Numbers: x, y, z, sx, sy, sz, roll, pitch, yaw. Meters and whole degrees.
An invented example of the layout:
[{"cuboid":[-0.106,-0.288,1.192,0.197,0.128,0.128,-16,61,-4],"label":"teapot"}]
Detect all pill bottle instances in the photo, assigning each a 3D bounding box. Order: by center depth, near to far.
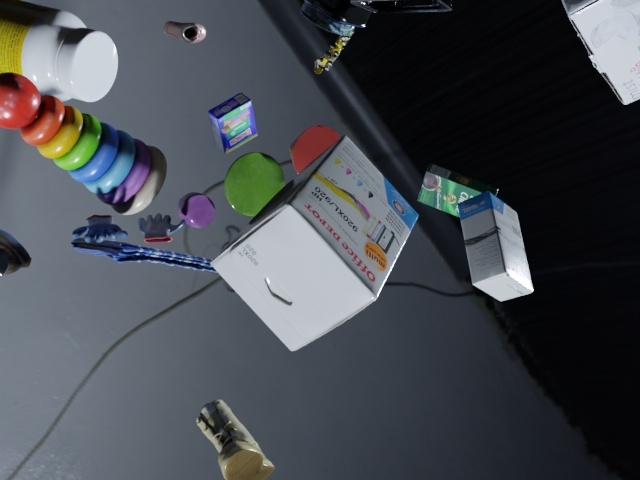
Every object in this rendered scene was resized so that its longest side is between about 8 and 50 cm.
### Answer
[{"cuboid":[-0.595,-0.391,1.508,0.188,0.334,0.188,-54,154,-42],"label":"pill bottle"}]

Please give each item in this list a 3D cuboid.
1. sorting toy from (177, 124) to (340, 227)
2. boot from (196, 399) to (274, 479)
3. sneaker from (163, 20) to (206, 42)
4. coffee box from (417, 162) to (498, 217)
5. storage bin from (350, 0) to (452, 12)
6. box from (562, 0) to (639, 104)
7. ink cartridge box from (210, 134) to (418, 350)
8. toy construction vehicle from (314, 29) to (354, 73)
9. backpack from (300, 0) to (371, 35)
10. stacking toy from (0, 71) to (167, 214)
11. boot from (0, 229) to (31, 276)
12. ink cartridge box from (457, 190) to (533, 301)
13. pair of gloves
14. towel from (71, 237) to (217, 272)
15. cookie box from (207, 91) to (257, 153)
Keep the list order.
[{"cuboid":[-0.133,-0.133,1.497,0.365,0.126,0.127,-27,115,-20],"label":"sorting toy"},{"cuboid":[-0.212,0.449,1.662,0.095,0.262,0.203,-41,65,-6],"label":"boot"},{"cuboid":[-0.305,-0.494,1.754,0.134,0.070,0.051,-14,120,-58],"label":"sneaker"},{"cuboid":[0.346,-0.115,1.861,0.184,0.113,0.040,23,51,11],"label":"coffee box"},{"cuboid":[0.118,-0.373,1.038,0.180,0.122,0.084,-33,125,-70],"label":"storage bin"},{"cuboid":[0.474,-0.394,1.199,0.262,0.126,0.231,34,40,-44],"label":"box"},{"cuboid":[0.000,0.000,1.025,0.171,0.168,0.233,47,35,-9],"label":"ink cartridge box"},{"cuboid":[0.024,-0.397,1.536,0.035,0.098,0.086,34,73,-7],"label":"toy construction vehicle"},{"cuboid":[0.015,-0.379,1.154,0.114,0.084,0.105,44,29,20],"label":"backpack"},{"cuboid":[-0.426,-0.169,1.256,0.330,0.141,0.141,34,58,-47],"label":"stacking toy"},{"cuboid":[-0.651,0.004,1.374,0.219,0.106,0.082,30,94,7],"label":"boot"},{"cuboid":[0.387,0.015,1.624,0.148,0.086,0.203,28,50,-46],"label":"ink cartridge box"},{"cuboid":[-0.343,-0.025,1.328,0.198,0.159,0.023,-2,107,-14],"label":"pair of gloves"},{"cuboid":[-0.326,0.044,1.547,0.336,0.243,0.040,13,85,-40],"label":"towel"},{"cuboid":[-0.191,-0.256,1.610,0.092,0.107,0.040,-35,58,-20],"label":"cookie box"}]
